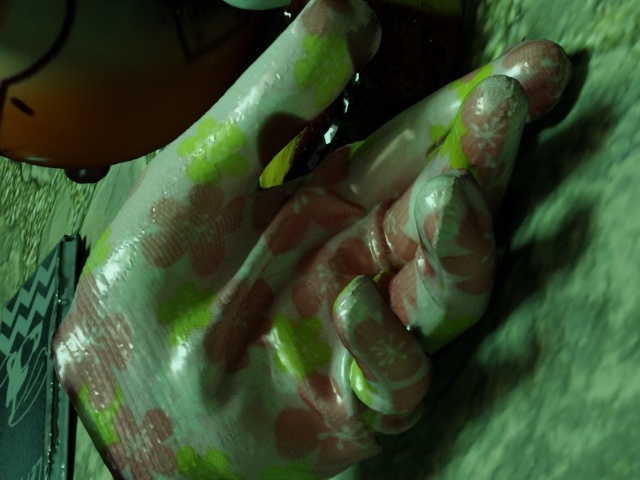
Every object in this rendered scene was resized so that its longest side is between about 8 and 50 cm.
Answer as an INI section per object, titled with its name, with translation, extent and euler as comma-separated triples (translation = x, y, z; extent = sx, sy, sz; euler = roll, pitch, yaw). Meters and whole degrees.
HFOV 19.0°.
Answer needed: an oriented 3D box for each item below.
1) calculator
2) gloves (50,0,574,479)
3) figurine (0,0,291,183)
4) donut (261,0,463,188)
[calculator]
translation = -0.210, 0.140, 1.390
extent = 0.166, 0.028, 0.274
euler = -44, 40, 52
[gloves]
translation = 0.006, 0.006, 0.761
extent = 0.241, 0.126, 0.145
euler = -33, 51, 13
[figurine]
translation = -0.111, -0.154, 1.050
extent = 0.320, 0.196, 0.323
euler = -39, 5, -36
[donut]
translation = 0.015, -0.076, 0.857
extent = 0.140, 0.059, 0.140
euler = -168, 90, -71
